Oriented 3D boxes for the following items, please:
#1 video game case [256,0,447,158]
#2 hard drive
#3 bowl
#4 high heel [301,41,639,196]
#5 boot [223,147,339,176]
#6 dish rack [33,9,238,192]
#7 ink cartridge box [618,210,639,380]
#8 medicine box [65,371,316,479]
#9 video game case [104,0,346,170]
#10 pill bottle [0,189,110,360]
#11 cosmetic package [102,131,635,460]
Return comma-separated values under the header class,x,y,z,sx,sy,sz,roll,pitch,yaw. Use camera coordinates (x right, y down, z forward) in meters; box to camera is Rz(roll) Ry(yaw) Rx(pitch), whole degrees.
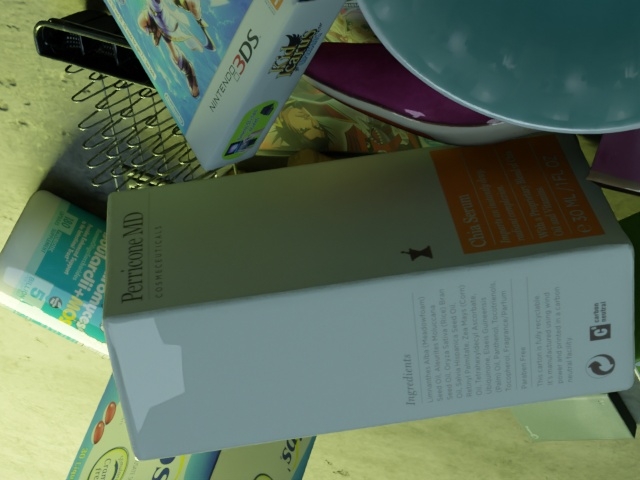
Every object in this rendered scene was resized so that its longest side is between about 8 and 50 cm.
class,x,y,z,sx,sy,sz,roll,pitch,yaw
video game case,-0.012,-0.173,1.449,0.275,0.035,0.248,3,141,23
hard drive,0.300,0.207,1.810,0.135,0.022,0.094,-7,137,33
bowl,0.188,-0.245,1.146,0.312,0.163,0.311,13,144,10
high heel,0.164,-0.165,1.324,0.377,0.181,0.127,17,-178,14
boot,0.001,-0.001,1.620,0.211,0.104,0.295,28,153,-27
dish rack,-0.168,-0.096,1.508,0.208,0.074,0.271,20,133,38
ink cartridge box,0.309,0.035,1.421,0.097,0.188,0.255,-26,129,13
medicine box,-0.160,0.264,1.900,0.289,0.263,0.149,-17,131,40
video game case,-0.104,-0.234,1.258,0.269,0.061,0.244,58,146,16
pill bottle,-0.250,0.059,1.776,0.264,0.146,0.146,27,144,-11
cosmetic package,0.039,0.042,1.385,0.453,0.230,0.161,-9,122,-2
